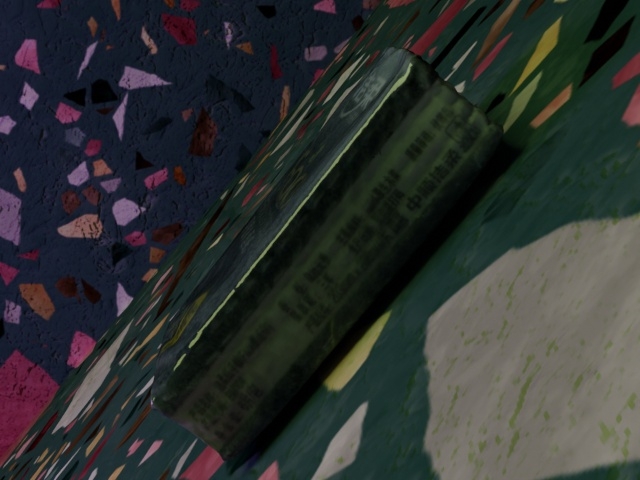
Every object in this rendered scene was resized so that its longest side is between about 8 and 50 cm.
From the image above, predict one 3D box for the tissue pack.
[{"bbox_3d":[0.000,0.000,0.750,0.257,0.081,0.185,-51,10,7],"label":"tissue pack"}]
